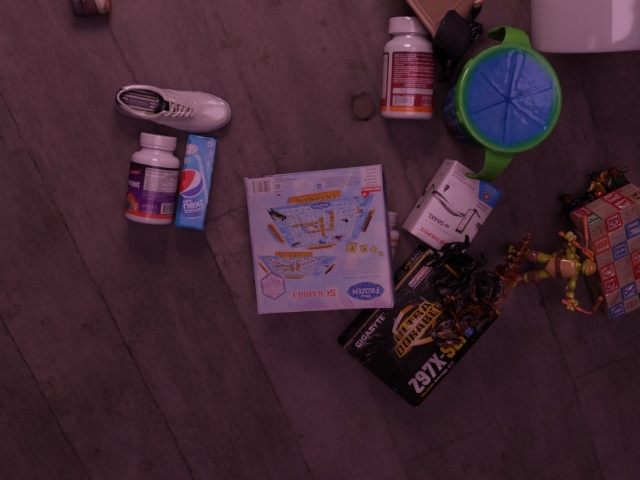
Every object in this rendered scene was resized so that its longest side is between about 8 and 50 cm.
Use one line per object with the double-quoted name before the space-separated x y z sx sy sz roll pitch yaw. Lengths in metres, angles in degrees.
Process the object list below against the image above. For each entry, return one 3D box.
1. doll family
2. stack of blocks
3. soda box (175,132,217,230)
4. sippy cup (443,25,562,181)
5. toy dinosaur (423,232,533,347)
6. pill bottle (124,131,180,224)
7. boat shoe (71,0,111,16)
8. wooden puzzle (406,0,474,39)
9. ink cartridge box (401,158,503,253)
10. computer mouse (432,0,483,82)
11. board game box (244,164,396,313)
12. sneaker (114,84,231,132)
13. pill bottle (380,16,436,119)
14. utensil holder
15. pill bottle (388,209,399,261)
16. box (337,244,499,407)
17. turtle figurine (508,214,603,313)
"doll family" 0.681 -0.113 1.767 0.111 0.076 0.193 41 90 -29
"stack of blocks" 0.744 0.031 1.760 0.171 0.087 0.297 -26 118 -2
"soda box" -0.282 -0.134 1.614 0.067 0.071 0.210 8 99 -11
"sippy cup" 0.385 -0.304 1.602 0.240 0.224 0.305 44 87 -9
"toy dinosaur" 0.363 0.104 1.668 0.218 0.164 0.322 41 75 -34
"pill bottle" -0.371 -0.139 1.581 0.108 0.108 0.194 8 99 -10
"boat shoe" -0.520 -0.608 1.476 0.092 0.103 0.285 -19 109 -10
"wooden puzzle" 0.230 -0.568 1.570 0.239 0.044 0.221 53 48 -11
"ink cartridge box" 0.315 -0.072 1.712 0.148 0.086 0.203 31 94 -13
"computer mouse" 0.319 -0.455 1.561 0.060 0.262 0.184 30 90 15
"board game box" 0.000 0.000 1.614 0.318 0.066 0.318 -3 95 14
"sneaker" -0.326 -0.288 1.568 0.258 0.091 0.094 4 100 -9
"pill bottle" 0.201 -0.388 1.617 0.121 0.121 0.221 1 100 -9
"utensil holder" 0.606 -0.605 1.499 0.327 0.327 0.386 -7 108 -7
"pill bottle" 0.118 0.028 1.684 0.117 0.117 0.215 12 98 -11
"box" 0.243 0.214 1.760 0.257 0.079 0.322 41 92 -15
"turtle figurine" 0.573 0.051 1.728 0.217 0.087 0.270 2 121 29
